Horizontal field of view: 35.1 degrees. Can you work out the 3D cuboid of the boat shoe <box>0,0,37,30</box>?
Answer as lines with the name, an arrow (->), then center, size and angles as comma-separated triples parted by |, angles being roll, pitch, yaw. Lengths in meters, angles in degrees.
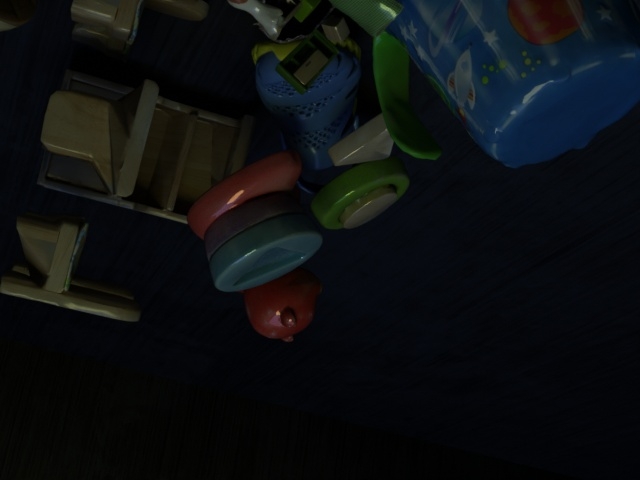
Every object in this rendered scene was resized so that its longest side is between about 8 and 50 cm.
boat shoe -> -0.476, -0.313, 1.084 | 0.110, 0.122, 0.341 | -15, 147, 39

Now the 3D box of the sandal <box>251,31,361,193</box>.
sandal -> -0.003, -0.146, 1.200 | 0.126, 0.138, 0.317 | -6, 166, 9

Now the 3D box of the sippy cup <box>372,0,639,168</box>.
sippy cup -> 0.179, -0.198, 0.911 | 0.240, 0.224, 0.305 | -20, 158, -9

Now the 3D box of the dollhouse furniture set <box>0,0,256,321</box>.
dollhouse furniture set -> -0.194, -0.104, 1.192 | 0.256, 0.362, 0.394 | 14, 180, -14

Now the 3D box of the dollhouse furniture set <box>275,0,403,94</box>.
dollhouse furniture set -> 0.006, -0.191, 0.923 | 0.076, 0.059, 0.151 | 43, 159, -6

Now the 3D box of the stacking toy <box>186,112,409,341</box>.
stacking toy -> 0.000, 0.000, 1.196 | 0.279, 0.130, 0.309 | -26, 163, -2

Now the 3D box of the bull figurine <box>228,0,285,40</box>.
bull figurine -> -0.090, -0.276, 0.845 | 0.188, 0.101, 0.310 | 23, 154, -11

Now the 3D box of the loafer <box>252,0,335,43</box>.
loafer -> 0.027, -0.302, 0.943 | 0.133, 0.130, 0.366 | 14, 154, -12
